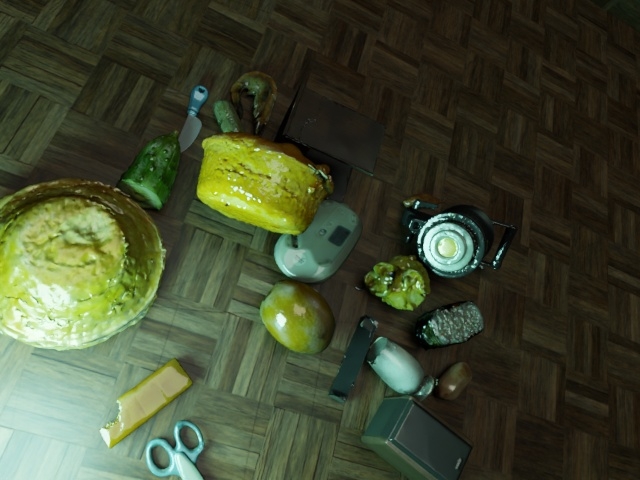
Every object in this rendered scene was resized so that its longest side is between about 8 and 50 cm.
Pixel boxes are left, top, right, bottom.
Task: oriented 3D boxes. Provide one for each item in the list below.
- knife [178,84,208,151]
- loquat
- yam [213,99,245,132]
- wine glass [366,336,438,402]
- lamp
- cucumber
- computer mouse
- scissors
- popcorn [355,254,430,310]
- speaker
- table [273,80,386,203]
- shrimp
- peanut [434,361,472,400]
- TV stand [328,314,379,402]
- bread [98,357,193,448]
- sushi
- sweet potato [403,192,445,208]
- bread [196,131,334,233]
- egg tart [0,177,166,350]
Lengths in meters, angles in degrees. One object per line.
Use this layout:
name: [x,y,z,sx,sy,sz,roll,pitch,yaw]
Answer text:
knife: [-0.388,-0.363,1.392,0.058,0.032,0.244,18,71,-25]
loquat: [-0.058,0.211,1.246,0.227,0.179,0.179,45,62,-11]
yam: [-0.277,-0.356,1.407,0.070,0.070,0.146,-20,81,-26]
wine glass: [0.233,0.379,1.337,0.204,0.111,0.111,42,63,-9]
lamp: [0.438,0.004,1.443,0.374,0.205,0.272,19,21,3]
cucumber: [-0.450,-0.212,1.263,0.134,0.134,0.244,26,62,-12]
computer mouse: [-0.001,0.004,1.380,0.197,0.095,0.331,35,51,10]
scissors: [-0.300,0.581,1.094,0.138,0.041,0.289,-30,81,-26]
popcorn: [0.236,0.136,1.411,0.195,0.174,0.168,-12,99,-34]
speaker: [0.261,0.551,1.251,0.231,0.192,0.153,39,64,-1]
table: [0.008,-0.281,1.395,0.282,0.250,0.196,22,65,-13]
shrimp: [-0.221,-0.450,1.469,0.145,0.059,0.254,20,66,-12]
peanut: [0.412,0.434,1.414,0.152,0.076,0.076,-36,88,-25]
TV stand: [0.098,0.341,1.336,0.049,0.040,0.256,32,64,-9]
bread: [-0.425,0.388,1.106,0.226,0.049,0.088,-34,87,-27]
sushi: [0.397,0.267,1.432,0.225,0.127,0.124,-13,77,-33]
sweet potato: [0.368,-0.139,1.604,0.195,0.056,0.056,-4,74,-29]
bread: [-0.152,-0.143,1.238,0.359,0.337,0.204,14,82,14]
egg tart: [-0.591,0.038,1.086,0.444,0.178,0.442,8,70,-21]
